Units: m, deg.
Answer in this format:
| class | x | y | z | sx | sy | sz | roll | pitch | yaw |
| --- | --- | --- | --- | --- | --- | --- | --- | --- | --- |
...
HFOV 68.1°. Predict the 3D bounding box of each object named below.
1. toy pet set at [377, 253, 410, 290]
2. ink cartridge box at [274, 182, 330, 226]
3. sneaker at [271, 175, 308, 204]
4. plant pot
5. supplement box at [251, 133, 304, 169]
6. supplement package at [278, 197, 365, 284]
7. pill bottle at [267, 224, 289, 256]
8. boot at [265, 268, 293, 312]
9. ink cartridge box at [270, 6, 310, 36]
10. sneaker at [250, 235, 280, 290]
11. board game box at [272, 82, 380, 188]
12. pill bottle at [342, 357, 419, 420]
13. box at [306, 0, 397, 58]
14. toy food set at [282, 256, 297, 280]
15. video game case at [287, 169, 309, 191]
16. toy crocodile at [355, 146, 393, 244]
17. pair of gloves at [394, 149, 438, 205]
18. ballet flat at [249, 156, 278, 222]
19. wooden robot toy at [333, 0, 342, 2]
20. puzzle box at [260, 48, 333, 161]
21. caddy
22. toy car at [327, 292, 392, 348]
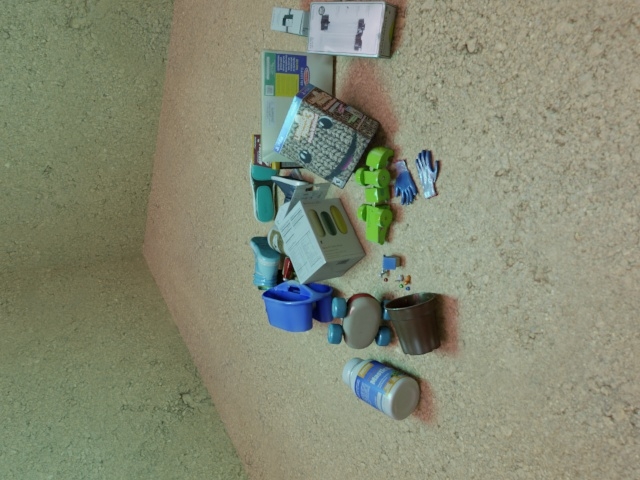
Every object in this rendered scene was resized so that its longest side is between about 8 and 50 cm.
| class | x | y | z | sx | sy | sz | roll | pitch | yaw |
| --- | --- | --- | --- | --- | --- | --- | --- | --- | --- |
| toy pet set | 0.246 | 0.111 | 1.641 | 0.122 | 0.065 | 0.114 | 17 | 111 | 50 |
| ink cartridge box | -0.074 | -0.153 | 1.918 | 0.056 | 0.181 | 0.224 | 49 | 133 | 31 |
| sneaker | -0.147 | -0.195 | 2.053 | 0.226 | 0.086 | 0.163 | 24 | 112 | 47 |
| plant pot | 0.305 | 0.271 | 1.525 | 0.167 | 0.167 | 0.165 | -10 | 96 | 53 |
| supplement box | -0.156 | -0.372 | 1.973 | 0.191 | 0.194 | 0.128 | 21 | 113 | 50 |
| supplement package | 0.000 | 0.000 | 1.833 | 0.198 | 0.199 | 0.262 | -45 | 61 | 47 |
| pill bottle | -0.117 | 0.008 | 2.049 | 0.229 | 0.131 | 0.131 | 21 | 113 | 49 |
| boot | -0.164 | 0.263 | 2.205 | 0.263 | 0.091 | 0.228 | 26 | 109 | 40 |
| ink cartridge box | -0.070 | -0.827 | 1.804 | 0.208 | 0.153 | 0.086 | 35 | 122 | 43 |
| sneaker | -0.271 | 0.113 | 2.224 | 0.319 | 0.127 | 0.208 | -120 | 35 | -66 |
| board game box | 0.019 | -0.364 | 1.663 | 0.291 | 0.141 | 0.232 | 29 | 130 | 0 |
| pill bottle | 0.206 | 0.518 | 1.700 | 0.272 | 0.152 | 0.152 | 14 | 108 | 51 |
| box | 0.100 | -0.704 | 1.588 | 0.290 | 0.087 | 0.169 | 16 | 111 | 32 |
| toy food set | -0.099 | 0.136 | 2.050 | 0.232 | 0.111 | 0.104 | 18 | 98 | 53 |
| video game case | -0.111 | -0.224 | 2.089 | 0.143 | 0.019 | 0.157 | -49 | 58 | 45 |
| toy crocodile | 0.198 | -0.151 | 1.636 | 0.115 | 0.105 | 0.340 | 15 | 113 | 51 |
| pair of gloves | 0.307 | -0.202 | 1.533 | 0.198 | 0.023 | 0.159 | -14 | 86 | 54 |
| ballet flat | -0.271 | -0.283 | 2.217 | 0.139 | 0.139 | 0.399 | 23 | 116 | 49 |
| wooden robot toy | 0.092 | -0.783 | 1.688 | 0.079 | 0.076 | 0.173 | -1 | 102 | 17 |
| puzzle box | -0.091 | -0.504 | 1.802 | 0.052 | 0.272 | 0.408 | -141 | 51 | -70 |
| caddy | -0.095 | 0.251 | 1.981 | 0.341 | 0.241 | 0.179 | 4 | 106 | 52 |
| toy car | 0.133 | 0.260 | 1.756 | 0.238 | 0.220 | 0.210 | -111 | 27 | -67 |
